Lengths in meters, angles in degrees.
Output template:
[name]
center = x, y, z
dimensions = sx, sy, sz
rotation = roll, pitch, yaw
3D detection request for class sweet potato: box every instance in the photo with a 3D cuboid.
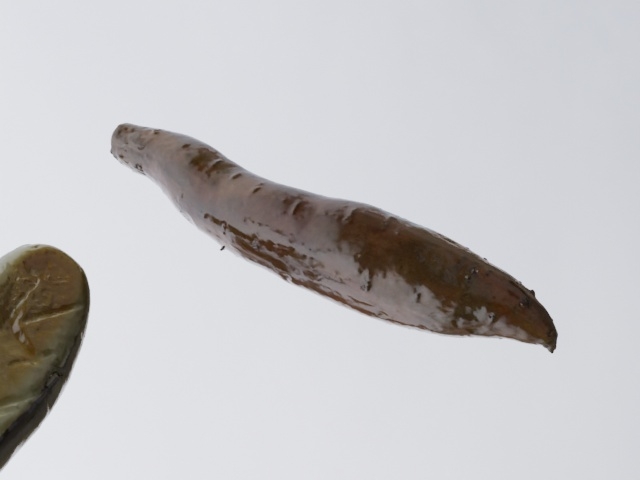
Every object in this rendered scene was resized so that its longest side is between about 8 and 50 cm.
[sweet potato]
center = 0.000, 0.000, 0.817
dimensions = 0.057, 0.264, 0.057
rotation = -56, -20, -33

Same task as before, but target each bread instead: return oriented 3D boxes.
[bread]
center = -0.173, 0.084, 0.747
dimensions = 0.214, 0.073, 0.053
rotation = -56, -2, -44
